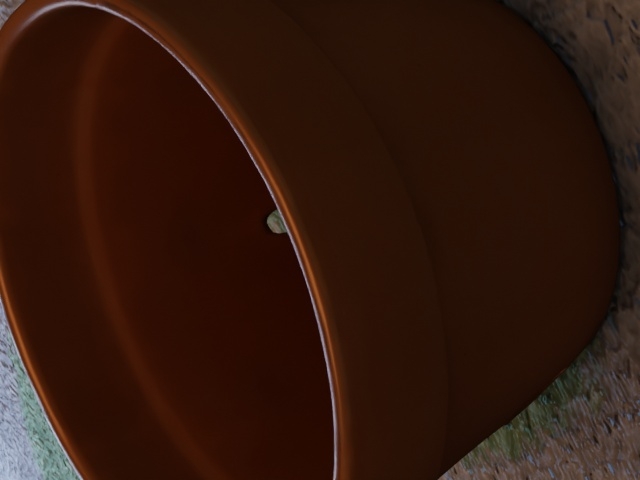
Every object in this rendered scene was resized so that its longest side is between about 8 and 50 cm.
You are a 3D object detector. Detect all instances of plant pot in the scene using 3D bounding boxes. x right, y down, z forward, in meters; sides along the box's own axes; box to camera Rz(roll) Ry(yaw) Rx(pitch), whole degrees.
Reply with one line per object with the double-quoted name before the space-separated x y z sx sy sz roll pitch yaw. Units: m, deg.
"plant pot" 0.000 0.000 0.897 0.291 0.203 0.291 34 134 43
